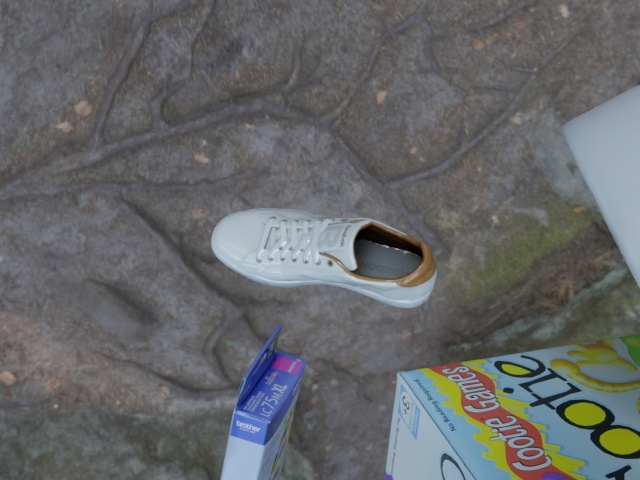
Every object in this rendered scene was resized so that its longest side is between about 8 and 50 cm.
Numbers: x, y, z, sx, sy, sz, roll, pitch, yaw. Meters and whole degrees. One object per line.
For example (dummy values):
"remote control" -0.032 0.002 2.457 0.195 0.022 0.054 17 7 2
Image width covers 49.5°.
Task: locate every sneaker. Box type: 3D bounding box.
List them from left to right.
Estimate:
"sneaker" 0.000 0.000 0.848 0.290 0.105 0.123 10 157 9

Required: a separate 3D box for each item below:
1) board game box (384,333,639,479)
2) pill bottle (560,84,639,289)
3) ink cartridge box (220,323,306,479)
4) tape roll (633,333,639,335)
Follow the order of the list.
"board game box" 0.193 0.156 0.427 0.276 0.142 0.144 -5 117 -19
"pill bottle" 0.319 -0.063 0.318 0.361 0.204 0.204 -26 132 21
"ink cartridge box" -0.090 0.301 1.036 0.065 0.186 0.310 14 110 10
"tape roll" 0.648 0.271 1.227 0.287 0.100 0.286 13 144 10
